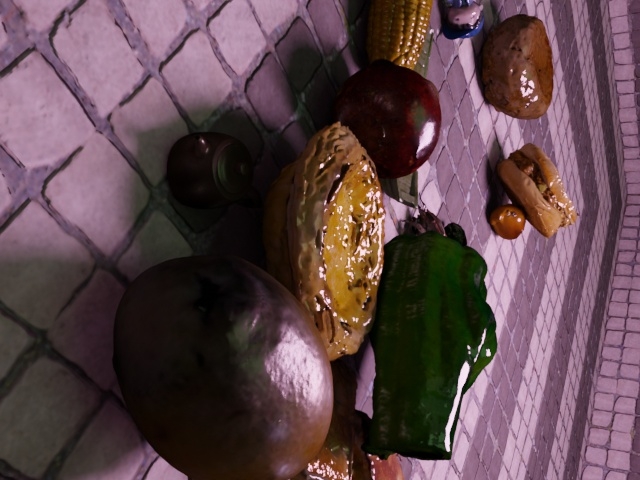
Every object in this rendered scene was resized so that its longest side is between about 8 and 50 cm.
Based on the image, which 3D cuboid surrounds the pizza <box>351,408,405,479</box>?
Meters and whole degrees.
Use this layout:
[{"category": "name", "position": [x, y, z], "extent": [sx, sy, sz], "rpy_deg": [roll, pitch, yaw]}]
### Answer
[{"category": "pizza", "position": [0.066, 0.352, 0.848], "extent": [0.161, 0.086, 0.305], "rpy_deg": [-65, 141, -56]}]

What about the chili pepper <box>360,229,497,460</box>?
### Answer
[{"category": "chili pepper", "position": [0.154, 0.141, 0.825], "extent": [0.213, 0.168, 0.385], "rpy_deg": [58, 33, -32]}]

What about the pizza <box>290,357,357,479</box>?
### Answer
[{"category": "pizza", "position": [-0.039, 0.189, 0.701], "extent": [0.204, 0.081, 0.188], "rpy_deg": [44, 33, -37]}]

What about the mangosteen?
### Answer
[{"category": "mangosteen", "position": [0.105, -0.166, 0.805], "extent": [0.181, 0.146, 0.155], "rpy_deg": [-23, 107, -34]}]

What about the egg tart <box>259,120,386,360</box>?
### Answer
[{"category": "egg tart", "position": [0.000, 0.000, 0.699], "extent": [0.291, 0.107, 0.290], "rpy_deg": [4, 90, -72]}]

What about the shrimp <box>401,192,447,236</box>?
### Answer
[{"category": "shrimp", "position": [0.187, 0.012, 1.020], "extent": [0.073, 0.075, 0.190], "rpy_deg": [-19, 97, -46]}]

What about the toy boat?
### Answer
[{"category": "toy boat", "position": [0.131, -0.197, 0.943], "extent": [0.093, 0.055, 0.293], "rpy_deg": [16, 79, -55]}]

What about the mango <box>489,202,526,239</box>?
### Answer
[{"category": "mango", "position": [0.431, -0.042, 1.392], "extent": [0.063, 0.077, 0.127], "rpy_deg": [-68, 154, -19]}]

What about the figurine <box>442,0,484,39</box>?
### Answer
[{"category": "figurine", "position": [0.256, -0.433, 1.103], "extent": [0.079, 0.077, 0.136], "rpy_deg": [-81, 161, -52]}]

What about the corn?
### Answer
[{"category": "corn", "position": [0.124, -0.379, 0.883], "extent": [0.102, 0.102, 0.312], "rpy_deg": [24, 71, -55]}]

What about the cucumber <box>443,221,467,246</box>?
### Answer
[{"category": "cucumber", "position": [0.223, 0.064, 1.089], "extent": [0.067, 0.067, 0.245], "rpy_deg": [54, 51, -43]}]

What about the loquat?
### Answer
[{"category": "loquat", "position": [-0.083, 0.112, 0.523], "extent": [0.179, 0.179, 0.227], "rpy_deg": [-52, 128, -42]}]

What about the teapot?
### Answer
[{"category": "teapot", "position": [-0.095, -0.065, 0.595], "extent": [0.121, 0.068, 0.076], "rpy_deg": [47, 54, -47]}]

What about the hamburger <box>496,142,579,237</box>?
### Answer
[{"category": "hamburger", "position": [0.491, -0.116, 1.384], "extent": [0.213, 0.108, 0.213], "rpy_deg": [52, 10, -13]}]

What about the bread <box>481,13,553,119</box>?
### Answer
[{"category": "bread", "position": [0.427, -0.375, 1.323], "extent": [0.230, 0.123, 0.229], "rpy_deg": [4, 85, -52]}]
